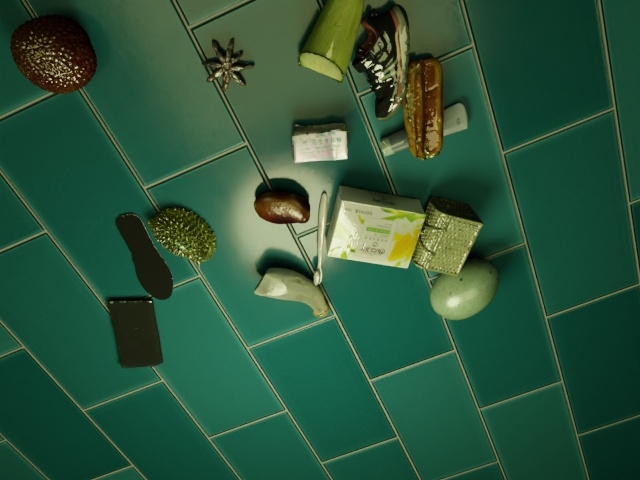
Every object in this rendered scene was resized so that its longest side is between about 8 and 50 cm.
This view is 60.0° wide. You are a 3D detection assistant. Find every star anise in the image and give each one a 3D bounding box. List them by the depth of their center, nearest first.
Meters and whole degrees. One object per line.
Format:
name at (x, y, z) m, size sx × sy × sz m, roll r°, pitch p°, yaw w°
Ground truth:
star anise at (-0.244, -0.449, 1.437) m, size 0.140 × 0.042 × 0.141 m, roll -1°, pitch 119°, yaw -2°

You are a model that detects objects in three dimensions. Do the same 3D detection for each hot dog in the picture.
hot dog at (0.272, -0.350, 1.480) m, size 0.115 × 0.072 × 0.269 m, roll -6°, pitch 102°, yaw -25°

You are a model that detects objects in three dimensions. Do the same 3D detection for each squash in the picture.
squash at (0.049, -0.537, 1.361) m, size 0.137 × 0.137 × 0.288 m, roll 19°, pitch 115°, yaw -14°

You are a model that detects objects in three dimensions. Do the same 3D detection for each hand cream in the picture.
hand cream at (0.291, -0.306, 1.558) m, size 0.255 × 0.048 × 0.079 m, roll -22°, pitch 123°, yaw 5°

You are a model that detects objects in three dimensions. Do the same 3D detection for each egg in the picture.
egg at (0.456, 0.153, 1.758) m, size 0.236 × 0.169 × 0.169 m, roll -35°, pitch 116°, yaw 17°

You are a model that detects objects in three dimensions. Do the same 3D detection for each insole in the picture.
insole at (-0.540, 0.057, 1.722) m, size 0.109 × 0.007 × 0.322 m, roll -15°, pitch 119°, yaw 2°

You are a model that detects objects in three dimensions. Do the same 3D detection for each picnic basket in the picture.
picnic basket at (0.365, -0.015, 1.679) m, size 0.154 × 0.134 × 0.197 m, roll 12°, pitch 118°, yaw -15°

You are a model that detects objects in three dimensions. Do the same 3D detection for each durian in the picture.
durian at (-0.399, -0.004, 1.650) m, size 0.137 × 0.096 × 0.220 m, roll -38°, pitch 122°, yaw 17°

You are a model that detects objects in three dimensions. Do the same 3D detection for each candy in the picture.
candy at (-0.001, -0.273, 1.538) m, size 0.160 × 0.073 × 0.092 m, roll -5°, pitch 124°, yaw -3°

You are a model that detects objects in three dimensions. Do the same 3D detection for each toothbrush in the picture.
toothbrush at (0.000, 0.000, 1.704) m, size 0.025 × 0.029 × 0.308 m, roll 12°, pitch 114°, yaw 17°

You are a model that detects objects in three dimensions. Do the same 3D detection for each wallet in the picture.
wallet at (-0.613, 0.311, 1.848) m, size 0.145 × 0.030 × 0.286 m, roll -3°, pitch 121°, yaw -6°

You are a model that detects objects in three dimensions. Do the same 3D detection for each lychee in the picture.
lychee at (-0.639, -0.449, 1.335) m, size 0.194 × 0.194 × 0.195 m, roll -2°, pitch 120°, yaw -3°

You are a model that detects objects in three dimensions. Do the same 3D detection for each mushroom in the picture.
mushroom at (-0.073, 0.162, 1.766) m, size 0.270 × 0.103 × 0.118 m, roll 25°, pitch 114°, yaw -23°

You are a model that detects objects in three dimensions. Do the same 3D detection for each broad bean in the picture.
broad bean at (-0.112, -0.095, 1.625) m, size 0.165 × 0.084 × 0.114 m, roll -2°, pitch 125°, yaw 3°

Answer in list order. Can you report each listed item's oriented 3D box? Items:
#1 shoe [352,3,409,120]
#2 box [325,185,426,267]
shoe at (0.150, -0.448, 1.424) m, size 0.136 × 0.114 × 0.291 m, roll -5°, pitch 117°, yaw -8°
box at (0.161, -0.039, 1.663) m, size 0.260 × 0.111 × 0.195 m, roll 7°, pitch 120°, yaw -11°
